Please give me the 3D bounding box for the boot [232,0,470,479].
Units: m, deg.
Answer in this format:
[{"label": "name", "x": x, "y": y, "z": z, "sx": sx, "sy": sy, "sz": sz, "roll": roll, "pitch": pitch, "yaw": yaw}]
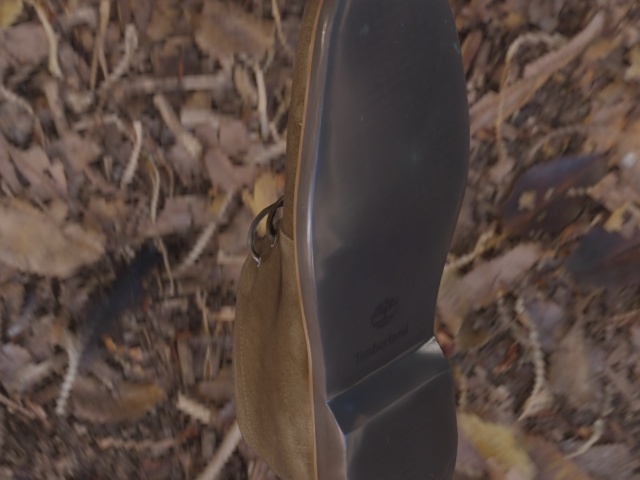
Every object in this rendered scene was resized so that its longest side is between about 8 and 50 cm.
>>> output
[{"label": "boot", "x": 0.000, "y": 0.000, "z": 0.892, "sx": 0.112, "sy": 0.305, "sz": 0.115, "roll": -20, "pitch": 33, "yaw": -38}]
